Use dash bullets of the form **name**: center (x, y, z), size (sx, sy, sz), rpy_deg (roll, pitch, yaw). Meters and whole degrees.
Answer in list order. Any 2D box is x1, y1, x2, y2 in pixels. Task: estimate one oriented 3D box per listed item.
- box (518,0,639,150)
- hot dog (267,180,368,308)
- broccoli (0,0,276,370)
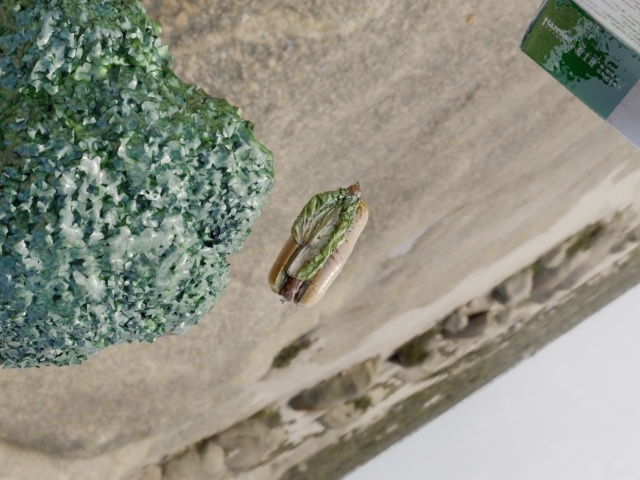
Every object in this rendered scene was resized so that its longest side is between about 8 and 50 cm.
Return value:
- **box**: center (0.304, -0.167, 0.755), size (0.135, 0.199, 0.081), rpy_deg (-33, 159, -36)
- **hot dog**: center (0.000, 0.000, 0.699), size (0.133, 0.056, 0.041), rpy_deg (-57, 171, -23)
- **broccoli**: center (-0.191, -0.053, 0.538), size (0.307, 0.275, 0.308), rpy_deg (-1, 140, -1)
